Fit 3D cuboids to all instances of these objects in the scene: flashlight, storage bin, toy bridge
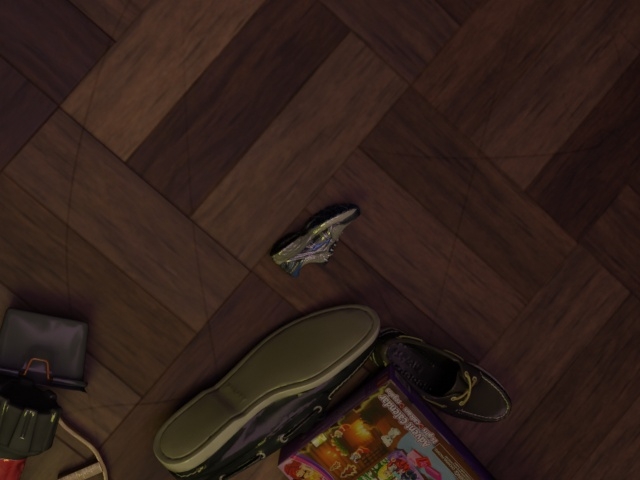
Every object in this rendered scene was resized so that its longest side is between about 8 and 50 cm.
[{"bbox_3d":[-0.395,0.324,1.516,0.103,0.103,0.304,8,113,-38],"label":"flashlight"},{"bbox_3d":[-0.358,0.139,1.557,0.135,0.098,0.091,11,82,-12],"label":"storage bin"},{"bbox_3d":[-0.315,0.307,1.608,0.063,0.026,0.188,-23,99,-10],"label":"toy bridge"}]

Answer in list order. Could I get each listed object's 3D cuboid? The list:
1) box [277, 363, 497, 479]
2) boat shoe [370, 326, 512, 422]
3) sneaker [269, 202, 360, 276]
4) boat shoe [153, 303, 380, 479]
[{"bbox_3d":[0.112,0.337,1.651,0.201,0.057,0.293,-40,102,14],"label":"box"},{"bbox_3d":[0.170,0.194,1.675,0.228,0.069,0.081,27,89,-12],"label":"boat shoe"},{"bbox_3d":[0.000,0.000,1.641,0.135,0.052,0.058,-33,110,0],"label":"sneaker"},{"bbox_3d":[-0.053,0.216,1.614,0.340,0.127,0.113,-38,130,-14],"label":"boat shoe"}]
